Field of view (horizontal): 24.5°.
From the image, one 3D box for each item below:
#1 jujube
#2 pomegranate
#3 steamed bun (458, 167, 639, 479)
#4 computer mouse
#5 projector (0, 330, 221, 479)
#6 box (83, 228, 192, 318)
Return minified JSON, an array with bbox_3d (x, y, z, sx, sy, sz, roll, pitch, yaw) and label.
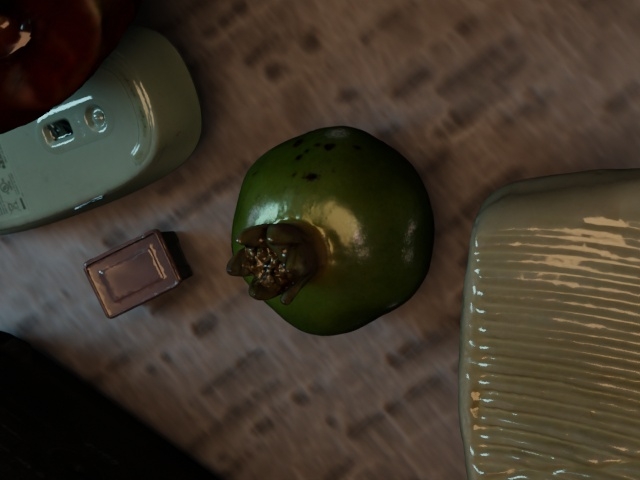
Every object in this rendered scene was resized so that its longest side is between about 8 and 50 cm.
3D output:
[{"bbox_3d":[-0.298,-0.249,1.245,0.276,0.276,0.377,-50,41,13],"label":"jujube"},{"bbox_3d":[-0.001,-0.002,1.265,0.187,0.225,0.187,7,108,23],"label":"pomegranate"},{"bbox_3d":[0.250,0.135,1.218,0.247,0.236,0.383,-7,87,23],"label":"steamed bun"},{"bbox_3d":[-0.239,-0.105,1.379,0.288,0.097,0.159,-18,100,26],"label":"computer mouse"},{"bbox_3d":[-0.264,0.280,1.259,0.395,0.405,0.242,35,102,8],"label":"projector"},{"bbox_3d":[-0.168,0.029,1.390,0.085,0.063,0.060,-26,87,15],"label":"box"}]
